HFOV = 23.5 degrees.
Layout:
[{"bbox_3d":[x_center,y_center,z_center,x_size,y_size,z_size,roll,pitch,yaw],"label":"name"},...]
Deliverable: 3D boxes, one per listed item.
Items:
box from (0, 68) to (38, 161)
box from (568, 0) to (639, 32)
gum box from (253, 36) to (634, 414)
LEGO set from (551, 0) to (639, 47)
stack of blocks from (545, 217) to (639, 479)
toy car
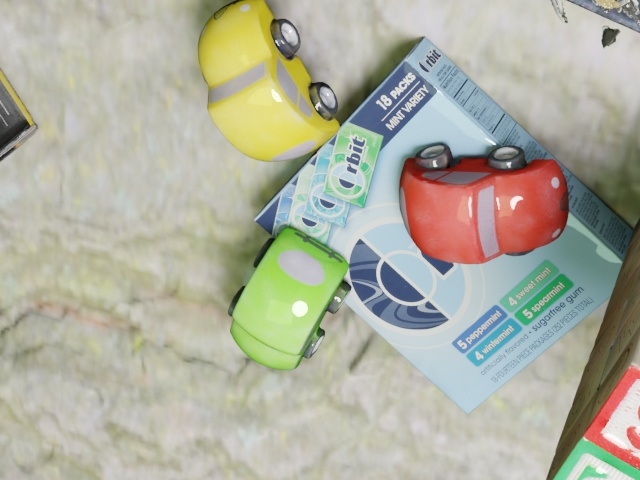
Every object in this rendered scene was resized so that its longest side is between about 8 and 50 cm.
[{"bbox_3d":[-0.377,-0.150,1.018,0.257,0.079,0.322,-23,107,29],"label":"box"},{"bbox_3d":[0.056,-0.388,0.526,0.479,0.297,0.472,22,123,-8],"label":"box"},{"bbox_3d":[0.077,-0.005,0.934,0.184,0.041,0.157,43,124,-3],"label":"gum box"},{"bbox_3d":[0.112,-0.093,0.538,0.083,0.023,0.054,16,129,-19],"label":"LEGO set"},{"bbox_3d":[0.228,0.061,0.754,0.171,0.297,0.087,29,122,4],"label":"stack of blocks"},{"bbox_3d":[0.000,0.000,0.910,0.239,0.053,0.225,30,124,6],"label":"toy car"}]
